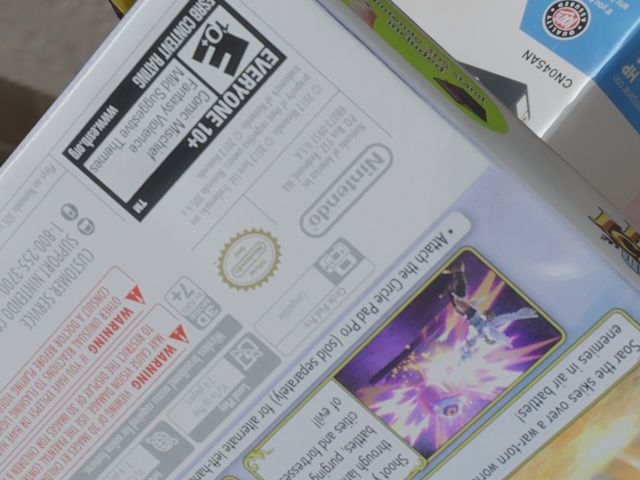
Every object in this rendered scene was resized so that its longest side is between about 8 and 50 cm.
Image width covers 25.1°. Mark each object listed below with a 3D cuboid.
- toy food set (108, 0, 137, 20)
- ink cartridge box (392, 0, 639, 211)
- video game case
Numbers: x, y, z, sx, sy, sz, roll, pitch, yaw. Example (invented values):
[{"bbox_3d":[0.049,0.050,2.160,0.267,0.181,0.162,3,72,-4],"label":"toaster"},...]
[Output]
[{"bbox_3d":[-0.103,-0.169,0.957,0.071,0.128,0.218,-3,-31,33],"label":"toy food set"},{"bbox_3d":[0.113,-0.088,1.286,0.395,0.285,0.166,-49,-41,4],"label":"ink cartridge box"},{"bbox_3d":[-0.017,0.071,0.460,0.244,0.061,0.269,42,-67,-5],"label":"video game case"}]
